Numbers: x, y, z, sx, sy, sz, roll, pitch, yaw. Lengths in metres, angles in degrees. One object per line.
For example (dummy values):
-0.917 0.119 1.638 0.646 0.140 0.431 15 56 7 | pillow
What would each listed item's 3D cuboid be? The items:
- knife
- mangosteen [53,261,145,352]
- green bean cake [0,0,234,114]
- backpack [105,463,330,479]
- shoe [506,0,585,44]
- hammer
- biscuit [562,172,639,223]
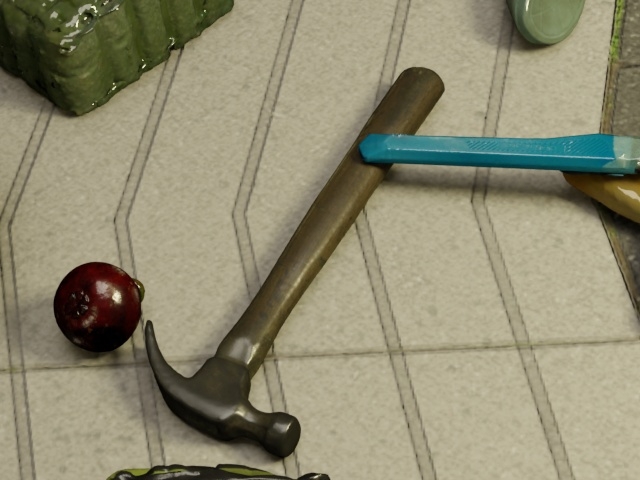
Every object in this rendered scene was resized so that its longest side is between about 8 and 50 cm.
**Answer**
0.180 -0.081 1.681 0.297 0.026 0.044 3 57 13 | knife
-0.193 0.059 1.628 0.081 0.081 0.081 -3 50 4 | mangosteen
-0.245 -0.274 1.879 0.241 0.132 0.255 -40 57 -20 | green bean cake
-0.076 0.265 1.399 0.253 0.140 0.207 12 50 10 | backpack
0.222 -0.271 1.873 0.078 0.079 0.195 -11 48 45 | shoe
0.000 0.000 1.677 0.168 0.044 0.440 21 55 20 | hammer
0.329 -0.022 1.657 0.164 0.047 0.208 -18 51 -10 | biscuit
